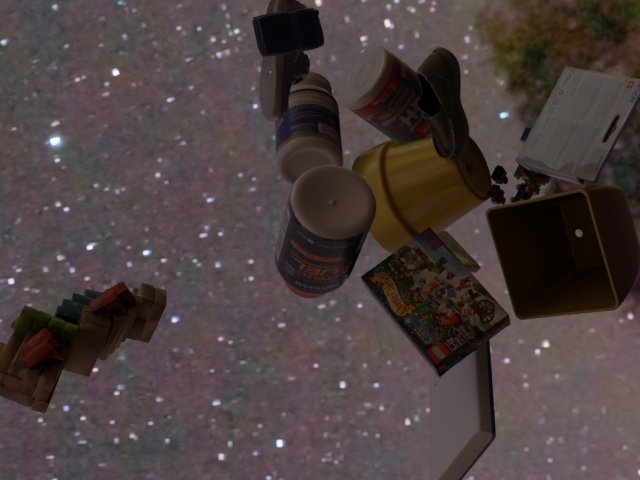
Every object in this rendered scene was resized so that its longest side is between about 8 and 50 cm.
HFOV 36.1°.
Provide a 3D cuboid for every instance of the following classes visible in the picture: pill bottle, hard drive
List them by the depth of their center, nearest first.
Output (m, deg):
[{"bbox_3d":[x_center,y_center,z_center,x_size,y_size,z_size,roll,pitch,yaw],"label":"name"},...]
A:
[{"bbox_3d":[0.000,0.000,1.521,0.246,0.130,0.130,108,174,-60],"label":"pill bottle"},{"bbox_3d":[0.258,0.283,1.823,0.040,0.210,0.319,17,-138,-10],"label":"hard drive"},{"bbox_3d":[-0.029,-0.260,2.264,0.153,0.153,0.265,46,-151,-40],"label":"pill bottle"},{"bbox_3d":[0.214,-0.342,2.512,0.318,0.176,0.176,31,-125,-32],"label":"pill bottle"}]

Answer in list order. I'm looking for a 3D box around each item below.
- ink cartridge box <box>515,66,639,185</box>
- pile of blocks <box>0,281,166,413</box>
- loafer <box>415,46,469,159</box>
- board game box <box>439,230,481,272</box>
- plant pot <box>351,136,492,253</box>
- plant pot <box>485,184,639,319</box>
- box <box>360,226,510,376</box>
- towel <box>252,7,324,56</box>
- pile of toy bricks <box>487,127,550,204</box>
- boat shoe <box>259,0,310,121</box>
[{"bbox_3d":[0.511,-0.220,1.900,0.045,0.224,0.223,29,-91,-34],"label":"ink cartridge box"},{"bbox_3d":[-0.356,0.114,1.457,0.149,0.113,0.362,35,-153,11],"label":"pile of blocks"},{"bbox_3d":[0.231,-0.261,1.958,0.087,0.094,0.251,-31,-50,-21],"label":"loafer"},{"bbox_3d":[0.333,0.027,2.616,0.145,0.027,0.281,49,-163,18],"label":"board game box"},{"bbox_3d":[0.235,-0.121,2.168,0.254,0.239,0.254,33,-134,-42],"label":"plant pot"},{"bbox_3d":[0.459,0.006,1.764,0.187,0.212,0.212,-21,-84,-43],"label":"plant pot"},{"bbox_3d":[0.202,0.106,1.751,0.233,0.159,0.044,50,173,32],"label":"box"},{"bbox_3d":[-0.051,-0.330,1.560,0.119,0.029,0.067,-17,-80,-34],"label":"towel"},{"bbox_3d":[0.455,-0.138,2.124,0.105,0.118,0.212,42,-108,-45],"label":"pile of toy bricks"},{"bbox_3d":[-0.054,-0.312,1.691,0.081,0.079,0.228,8,-102,-22],"label":"boat shoe"}]
